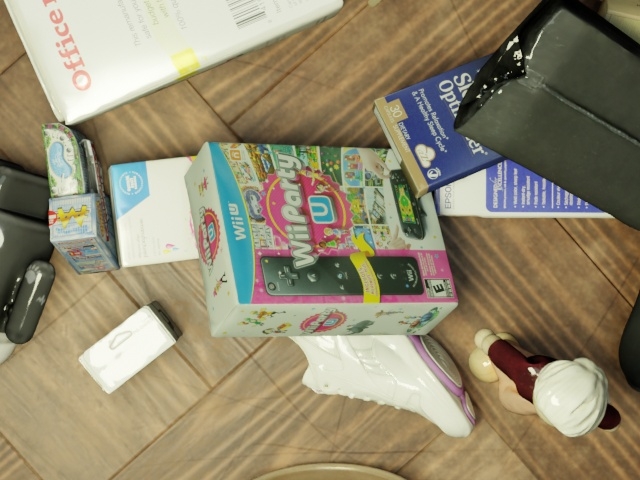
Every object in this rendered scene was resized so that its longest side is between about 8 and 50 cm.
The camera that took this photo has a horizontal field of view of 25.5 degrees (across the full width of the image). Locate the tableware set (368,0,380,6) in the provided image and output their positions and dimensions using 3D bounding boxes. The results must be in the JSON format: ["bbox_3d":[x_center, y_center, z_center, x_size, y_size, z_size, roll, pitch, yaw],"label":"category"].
[{"bbox_3d":[0.092,-0.401,1.833,0.128,0.039,0.194,47,133,-13],"label":"tableware set"}]

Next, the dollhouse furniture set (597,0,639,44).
[{"bbox_3d":[0.391,-0.300,1.837,0.212,0.161,0.242,12,47,-3],"label":"dollhouse furniture set"}]

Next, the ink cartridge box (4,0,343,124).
[{"bbox_3d":[-0.203,-0.345,1.803,0.384,0.160,0.279,-23,95,-2],"label":"ink cartridge box"}]

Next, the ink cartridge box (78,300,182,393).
[{"bbox_3d":[-0.241,0.135,1.814,0.109,0.150,0.063,-38,91,-1],"label":"ink cartridge box"}]

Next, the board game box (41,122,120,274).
[{"bbox_3d":[-0.305,-0.052,1.789,0.060,0.194,0.194,-8,91,-2],"label":"board game box"}]

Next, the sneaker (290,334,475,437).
[{"bbox_3d":[0.069,0.165,1.862,0.305,0.114,0.152,41,104,1],"label":"sneaker"}]

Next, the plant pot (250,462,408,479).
[{"bbox_3d":[0.009,0.440,1.796,0.263,0.263,0.229,0,107,-2],"label":"plant pot"}]

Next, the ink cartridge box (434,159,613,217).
[{"bbox_3d":[0.332,-0.117,1.878,0.371,0.069,0.176,0,91,-5],"label":"ink cartridge box"}]

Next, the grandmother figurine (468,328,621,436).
[{"bbox_3d":[0.279,0.182,1.738,0.208,0.342,0.104,22,89,-2],"label":"grandmother figurine"}]

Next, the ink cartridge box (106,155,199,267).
[{"bbox_3d":[-0.153,-0.044,1.839,0.231,0.078,0.134,-8,91,-11],"label":"ink cartridge box"}]

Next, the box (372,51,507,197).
[{"bbox_3d":[0.196,-0.158,1.811,0.225,0.036,0.136,-22,74,-11],"label":"box"}]

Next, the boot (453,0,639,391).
[{"bbox_3d":[0.352,-0.048,1.755,0.445,0.146,0.367,30,101,-22],"label":"boot"}]

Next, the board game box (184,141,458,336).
[{"bbox_3d":[0.000,0.000,1.758,0.303,0.097,0.224,0,63,-26],"label":"board game box"}]

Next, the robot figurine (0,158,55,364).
[{"bbox_3d":[-0.436,0.034,1.797,0.173,0.209,0.278,20,92,-16],"label":"robot figurine"}]
